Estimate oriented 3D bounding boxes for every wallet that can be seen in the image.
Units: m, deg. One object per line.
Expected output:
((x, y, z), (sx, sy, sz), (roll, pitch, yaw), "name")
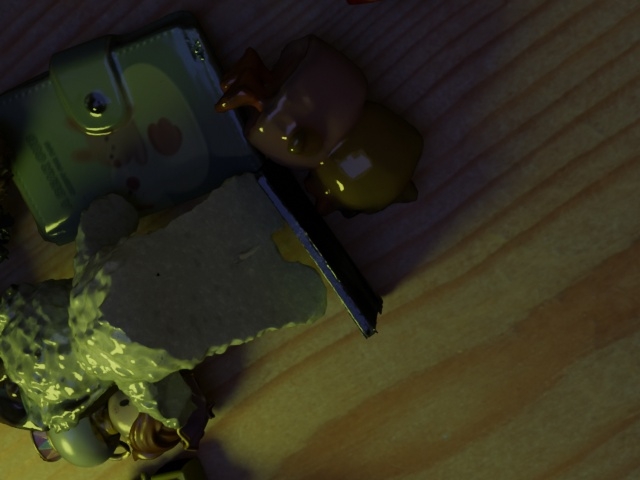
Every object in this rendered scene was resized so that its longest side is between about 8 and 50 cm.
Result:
((-0.274, -0.150, 1.441), (0.360, 0.083, 0.252), (-18, 108, 17), "wallet")

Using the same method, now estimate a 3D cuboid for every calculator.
((0.000, 0.000, 1.384), (0.021, 0.161, 0.261), (-33, 97, 12), "calculator")

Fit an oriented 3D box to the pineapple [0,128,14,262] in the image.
((-0.483, -0.053, 1.455), (0.128, 0.128, 0.248), (20, 138, 6), "pineapple")

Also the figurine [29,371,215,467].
((-0.284, 0.254, 1.547), (0.263, 0.142, 0.189), (-13, 136, 15), "figurine")

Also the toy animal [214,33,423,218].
((0.013, -0.136, 1.332), (0.169, 0.195, 0.281), (-37, 112, 20), "toy animal")

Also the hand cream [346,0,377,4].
((0.107, -0.351, 1.227), (0.193, 0.193, 0.125), (-8, 106, 15), "hand cream")

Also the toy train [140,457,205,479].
((-0.242, 0.408, 1.616), (0.219, 0.089, 0.127), (-15, 94, 18), "toy train")

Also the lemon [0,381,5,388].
((-0.545, 0.189, 1.553), (0.188, 0.188, 0.256), (2, 87, 12), "lemon")

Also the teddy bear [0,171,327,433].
((-0.251, 0.101, 1.435), (0.362, 0.375, 0.327), (-29, 87, 54), "teddy bear")
